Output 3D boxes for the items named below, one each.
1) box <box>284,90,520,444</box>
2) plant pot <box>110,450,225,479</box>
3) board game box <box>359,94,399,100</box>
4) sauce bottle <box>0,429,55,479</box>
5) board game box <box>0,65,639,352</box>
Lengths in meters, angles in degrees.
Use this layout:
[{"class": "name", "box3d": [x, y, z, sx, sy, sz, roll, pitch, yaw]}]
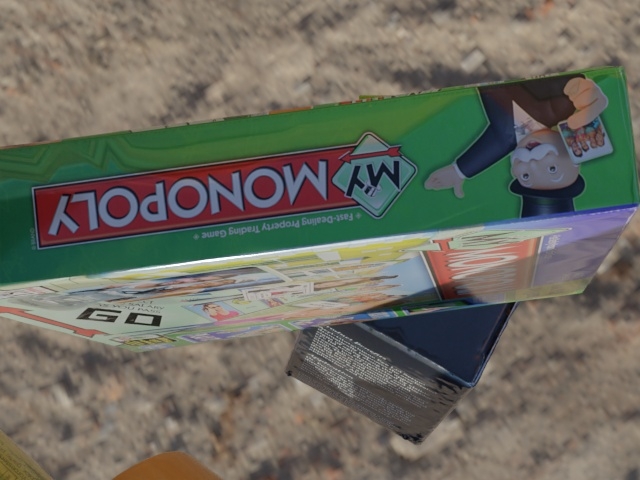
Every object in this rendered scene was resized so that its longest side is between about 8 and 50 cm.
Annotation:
[{"class": "box", "box3d": [0.065, 0.024, 1.115, 0.108, 0.207, 0.153, 28, 72, 3]}, {"class": "plant pot", "box3d": [-0.086, 0.259, 1.261, 0.205, 0.188, 0.205, -34, 155, -18]}, {"class": "board game box", "box3d": [0.103, -0.067, 1.373, 0.181, 0.043, 0.092, -6, 99, -48]}, {"class": "sauce bottle", "box3d": [-0.244, 0.076, 0.835, 0.344, 0.111, 0.111, 43, 101, 1]}, {"class": "board game box", "box3d": [0.000, 0.000, 0.673, 0.213, 0.317, 0.046, -7, 83, 5]}]
